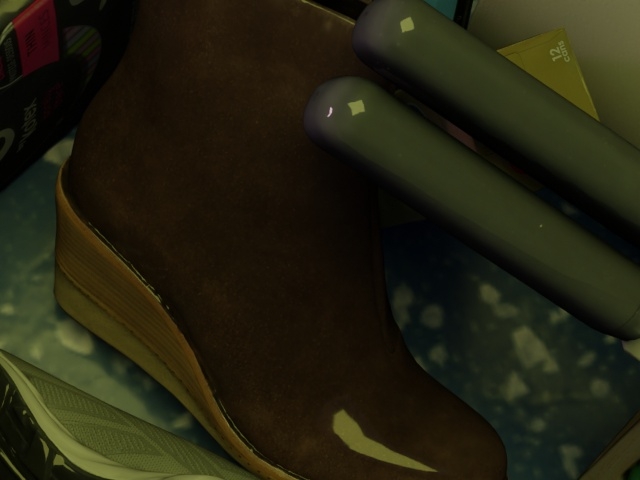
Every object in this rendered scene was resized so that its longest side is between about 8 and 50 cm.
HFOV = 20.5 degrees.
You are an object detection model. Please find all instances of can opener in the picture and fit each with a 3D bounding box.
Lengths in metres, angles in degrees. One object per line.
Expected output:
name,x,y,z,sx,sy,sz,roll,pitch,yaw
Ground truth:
can opener,0.125,0.001,0.686,0.280,0.093,0.074,33,83,-12

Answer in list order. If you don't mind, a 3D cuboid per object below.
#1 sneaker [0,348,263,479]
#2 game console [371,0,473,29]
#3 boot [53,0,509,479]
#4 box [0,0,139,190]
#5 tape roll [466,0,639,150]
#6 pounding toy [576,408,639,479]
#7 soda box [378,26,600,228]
sneaker,-0.105,0.116,0.776,0.271,0.108,0.100,25,91,18
game console,0.024,-0.140,0.896,0.107,0.071,0.122,15,67,-2
boot,0.000,0.000,0.766,0.248,0.207,0.090,29,35,9
box,-0.216,-0.074,0.787,0.143,0.165,0.270,42,70,8
tape roll,0.209,-0.126,0.825,0.169,0.246,0.246,43,70,10
pounding toy,0.187,0.108,0.803,0.100,0.130,0.141,43,61,10
soda box,0.063,-0.047,0.803,0.058,0.181,0.061,-21,93,-15
